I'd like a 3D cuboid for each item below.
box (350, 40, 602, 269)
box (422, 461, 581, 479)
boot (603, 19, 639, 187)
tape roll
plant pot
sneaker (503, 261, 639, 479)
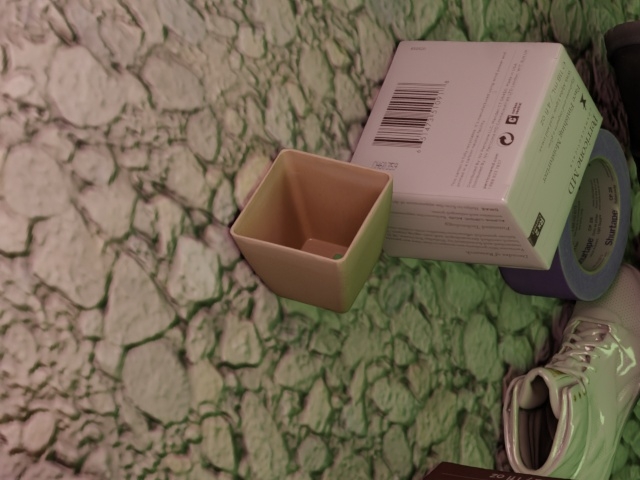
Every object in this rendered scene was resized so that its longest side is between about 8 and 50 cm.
[{"bbox_3d":[0.143,-0.082,1.799,0.119,0.181,0.181,51,52,-47],"label":"box"},{"bbox_3d":[0.111,0.357,1.809,0.381,0.191,0.143,-36,123,-50],"label":"box"},{"bbox_3d":[0.418,-0.004,2.122,0.367,0.146,0.445,24,61,-74],"label":"boot"},{"bbox_3d":[0.265,-0.031,2.093,0.189,0.080,0.189,-10,102,-57],"label":"tape roll"},{"bbox_3d":[0.000,0.000,1.668,0.109,0.109,0.096,-59,151,-34],"label":"plant pot"},{"bbox_3d":[0.290,0.145,2.132,0.169,0.108,0.293,35,66,-57],"label":"sneaker"}]
